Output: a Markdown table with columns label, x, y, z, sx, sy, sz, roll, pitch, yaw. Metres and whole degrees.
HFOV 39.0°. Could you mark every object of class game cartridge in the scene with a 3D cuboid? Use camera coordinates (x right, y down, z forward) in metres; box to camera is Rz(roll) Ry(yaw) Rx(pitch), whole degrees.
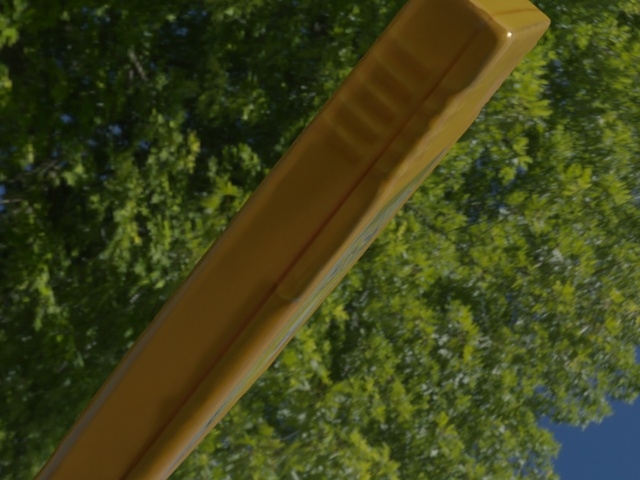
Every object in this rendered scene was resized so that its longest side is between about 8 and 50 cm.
| label | x | y | z | sx | sy | sz | roll | pitch | yaw |
| --- | --- | --- | --- | --- | --- | --- | --- | --- | --- |
| game cartridge | 0.000 | 0.000 | 0.497 | 0.053 | 0.285 | 0.323 | 42 | -67 | 3 |
